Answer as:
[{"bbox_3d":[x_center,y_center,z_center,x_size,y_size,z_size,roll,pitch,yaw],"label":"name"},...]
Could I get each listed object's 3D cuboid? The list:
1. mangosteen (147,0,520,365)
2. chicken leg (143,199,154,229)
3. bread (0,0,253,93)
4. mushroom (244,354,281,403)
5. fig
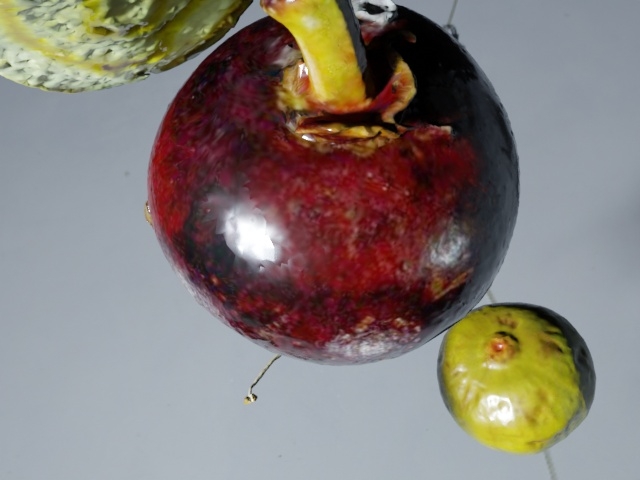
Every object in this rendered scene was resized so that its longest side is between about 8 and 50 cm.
[{"bbox_3d":[0.011,-0.053,0.400,0.236,0.261,0.235,-1,64,1],"label":"mangosteen"},{"bbox_3d":[-0.328,-0.023,1.552,0.083,0.322,0.177,-41,48,-6],"label":"chicken leg"},{"bbox_3d":[-0.119,-0.168,0.340,0.186,0.257,0.124,-24,86,-20],"label":"bread"},{"bbox_3d":[-0.082,0.241,1.446,0.028,0.026,0.286,33,49,7],"label":"mushroom"},{"bbox_3d":[0.424,0.300,1.459,0.344,0.343,0.343,-2,74,8],"label":"fig"}]
